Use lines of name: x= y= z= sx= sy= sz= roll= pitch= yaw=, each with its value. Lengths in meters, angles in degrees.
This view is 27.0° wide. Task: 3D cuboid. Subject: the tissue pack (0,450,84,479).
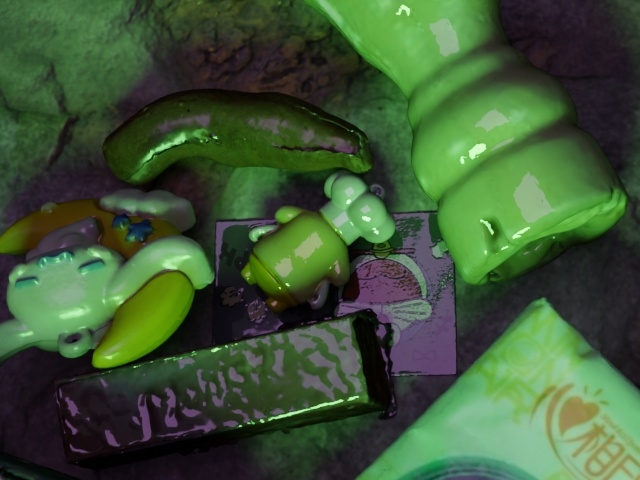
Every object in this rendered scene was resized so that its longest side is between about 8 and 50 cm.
tissue pack: x=-0.244 y=0.259 z=1.174 sx=0.361 sy=0.259 sz=0.122 roll=18 pitch=76 yaw=15

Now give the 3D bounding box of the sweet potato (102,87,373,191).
sweet potato: x=-0.080 y=-0.097 z=1.337 sx=0.285 sy=0.085 sz=0.112 roll=6 pitch=70 yaw=16

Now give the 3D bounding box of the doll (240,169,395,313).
doll: x=0.000 y=0.000 z=1.305 sx=0.162 sy=0.062 sz=0.106 roll=-40 pitch=75 yaw=-3

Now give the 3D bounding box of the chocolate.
chocolate: x=-0.089 y=0.139 z=1.254 sx=0.321 sy=0.112 sz=0.112 roll=-12 pitch=80 yaw=7

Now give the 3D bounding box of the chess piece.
chess piece: x=0.117 y=-0.184 z=1.260 sx=0.234 sy=0.234 sz=0.442 roll=-25 pitch=74 yaw=2

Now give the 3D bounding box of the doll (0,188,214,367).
doll: x=-0.227 y=0.042 z=1.283 sx=0.252 sy=0.111 sz=0.237 roll=-9 pitch=45 yaw=1

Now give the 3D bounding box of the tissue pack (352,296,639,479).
tissue pack: x=0.156 y=0.285 z=1.146 sx=0.388 sy=0.162 sz=0.287 roll=-44 pitch=75 yaw=-5

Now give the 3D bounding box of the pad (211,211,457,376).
pad: x=0.012 y=0.056 z=1.322 sx=0.245 sy=0.006 sz=0.170 roll=-2 pitch=74 yaw=9
